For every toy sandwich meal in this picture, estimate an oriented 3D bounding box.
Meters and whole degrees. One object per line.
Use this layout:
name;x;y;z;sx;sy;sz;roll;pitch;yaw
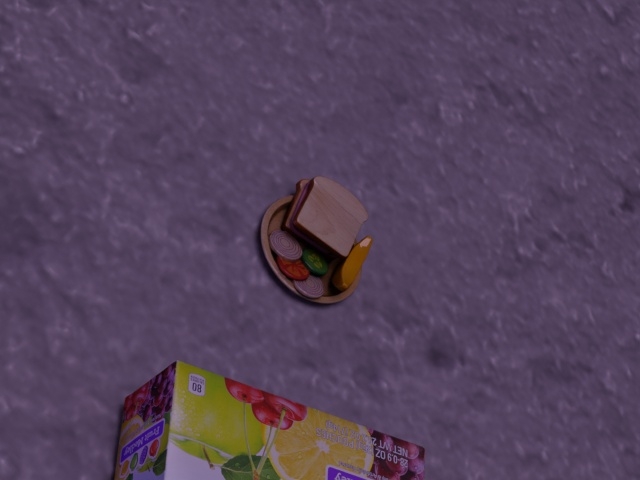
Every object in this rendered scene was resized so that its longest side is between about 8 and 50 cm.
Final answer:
toy sandwich meal;0.000;0.000;1.187;0.086;0.029;0.085;19;54;-28

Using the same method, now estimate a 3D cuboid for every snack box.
snack box;-0.030;0.192;1.021;0.174;0.070;0.207;21;55;-27
